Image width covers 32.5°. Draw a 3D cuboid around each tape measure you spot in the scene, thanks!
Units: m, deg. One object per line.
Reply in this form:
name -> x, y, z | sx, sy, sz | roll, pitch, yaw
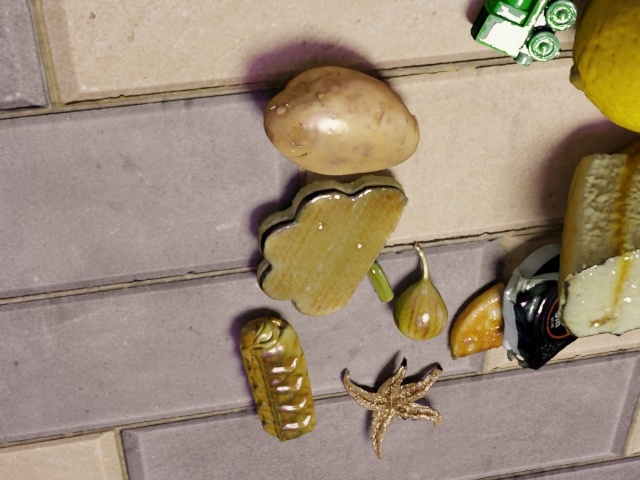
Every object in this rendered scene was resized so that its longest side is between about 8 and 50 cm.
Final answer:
tape measure -> 0.380, 0.096, 1.803 | 0.181, 0.107, 0.182 | -29, 131, -23

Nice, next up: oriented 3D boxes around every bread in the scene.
bread -> -0.072, 0.228, 1.833 | 0.087, 0.098, 0.269 | -45, 142, -32
bread -> 0.509, -0.029, 1.658 | 0.395, 0.264, 0.239 | -7, 144, -8
bread -> 0.000, 0.000, 1.670 | 0.207, 0.056, 0.286 | 14, 126, -29

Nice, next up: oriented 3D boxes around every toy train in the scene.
toy train -> 0.299, -0.348, 1.433 | 0.119, 0.085, 0.251 | 20, 121, -10

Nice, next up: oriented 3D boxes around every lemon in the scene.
lemon -> 0.467, -0.263, 1.436 | 0.267, 0.267, 0.267 | -7, 132, -8

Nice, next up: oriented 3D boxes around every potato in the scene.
potato -> 0.032, -0.165, 1.498 | 0.235, 0.128, 0.161 | -3, 147, -18

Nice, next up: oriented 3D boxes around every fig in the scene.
fig -> 0.155, 0.094, 1.773 | 0.093, 0.093, 0.166 | -16, 134, 0

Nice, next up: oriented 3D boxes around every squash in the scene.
squash -> 0.094, 0.064, 1.771 | 0.027, 0.027, 0.083 | -22, 132, 5

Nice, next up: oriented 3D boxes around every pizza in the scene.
pizza -> 0.295, 0.141, 1.882 | 0.131, 0.041, 0.178 | 5, 129, -15

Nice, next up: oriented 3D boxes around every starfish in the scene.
starfish -> 0.125, 0.294, 1.965 | 0.213, 0.057, 0.238 | 13, 122, -15
